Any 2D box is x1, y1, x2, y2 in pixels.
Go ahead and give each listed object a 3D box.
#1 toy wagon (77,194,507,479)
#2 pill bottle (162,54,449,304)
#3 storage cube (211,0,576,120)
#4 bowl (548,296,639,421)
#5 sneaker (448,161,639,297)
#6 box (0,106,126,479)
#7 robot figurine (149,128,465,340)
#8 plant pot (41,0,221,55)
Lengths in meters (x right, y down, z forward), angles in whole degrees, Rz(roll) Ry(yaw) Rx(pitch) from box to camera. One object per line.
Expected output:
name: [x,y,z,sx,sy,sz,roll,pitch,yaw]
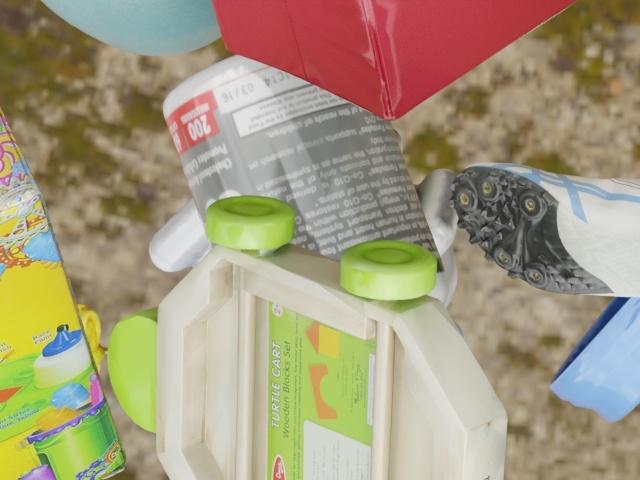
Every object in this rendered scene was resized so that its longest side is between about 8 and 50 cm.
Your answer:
toy wagon: [-0.030,0.107,1.245,0.344,0.068,0.267,20,115,42]
pill bottle: [0.000,0.000,1.479,0.161,0.283,0.161,-20,174,-2]
storage cube: [0.035,-0.223,1.319,0.184,0.215,0.193,27,142,43]
bowl: [0.372,0.014,1.900,0.077,0.391,0.391,39,138,6]
sneaker: [0.203,-0.008,1.335,0.237,0.086,0.085,15,123,20]
box: [-0.266,0.037,0.888,0.290,0.177,0.279,-22,153,-10]
robot figurine: [-0.012,0.054,1.845,0.300,0.200,0.353,36,121,-7]
plant pot: [-0.141,-0.270,1.653,0.290,0.290,0.195,3,138,8]
